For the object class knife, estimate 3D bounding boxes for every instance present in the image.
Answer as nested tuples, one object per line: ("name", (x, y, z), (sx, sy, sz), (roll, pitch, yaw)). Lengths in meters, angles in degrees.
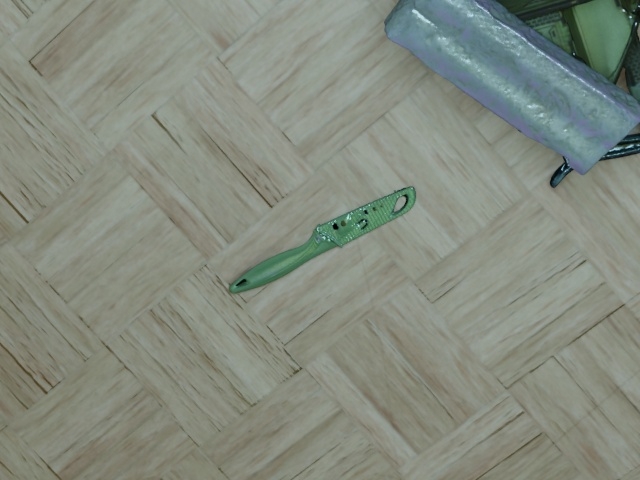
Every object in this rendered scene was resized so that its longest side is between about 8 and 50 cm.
("knife", (0.000, 0.001, 1.854), (0.293, 0.020, 0.043), (-26, 100, 14))

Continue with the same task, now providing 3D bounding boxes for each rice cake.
("rice cake", (0.215, -0.190, 1.544), (0.298, 0.050, 0.106), (35, 124, -4))

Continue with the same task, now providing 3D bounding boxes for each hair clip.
("hair clip", (0.417, -0.140, 1.748), (0.275, 0.048, 0.083), (-14, 94, 7))

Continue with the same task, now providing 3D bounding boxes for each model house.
("model house", (0.302, -0.196, 1.668), (0.218, 0.205, 0.278), (-12, 116, 24))
